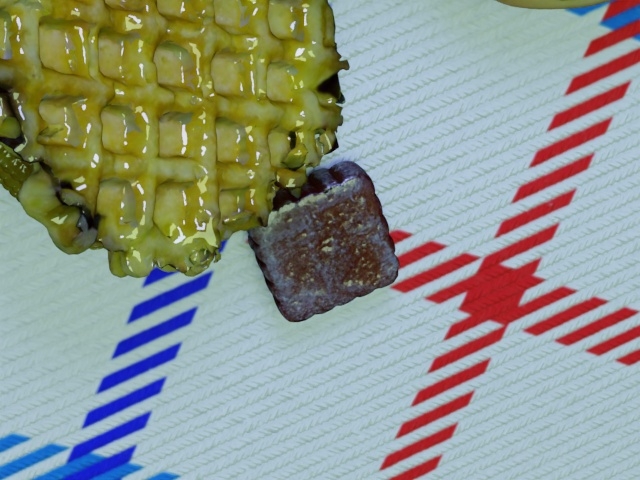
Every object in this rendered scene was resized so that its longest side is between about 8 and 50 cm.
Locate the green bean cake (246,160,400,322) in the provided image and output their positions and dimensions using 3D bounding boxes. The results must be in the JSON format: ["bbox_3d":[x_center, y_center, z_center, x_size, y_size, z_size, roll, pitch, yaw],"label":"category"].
[{"bbox_3d":[0.000,0.000,1.545,0.136,0.056,0.135,-22,118,-6],"label":"green bean cake"}]

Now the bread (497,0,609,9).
[{"bbox_3d":[0.214,-0.320,1.345,0.316,0.211,0.270,-13,139,16],"label":"bread"}]

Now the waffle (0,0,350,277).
[{"bbox_3d":[-0.138,-0.166,1.336,0.382,0.095,0.379,-45,115,-29],"label":"waffle"}]

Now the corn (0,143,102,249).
[{"bbox_3d":[-0.277,-0.135,1.370,0.131,0.131,0.344,-39,114,3],"label":"corn"}]
